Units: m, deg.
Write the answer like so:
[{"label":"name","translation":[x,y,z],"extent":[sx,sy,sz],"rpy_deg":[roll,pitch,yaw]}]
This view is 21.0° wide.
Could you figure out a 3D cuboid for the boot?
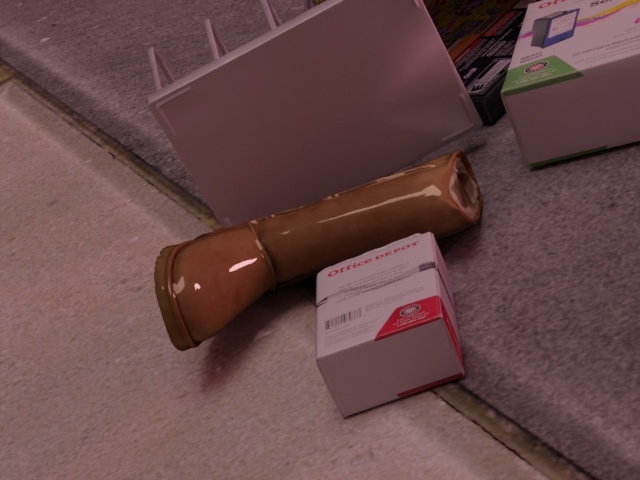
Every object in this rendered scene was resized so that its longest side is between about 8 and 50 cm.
[{"label":"boot","translation":[0.000,0.000,1.558],"extent":[0.269,0.089,0.236],"rpy_deg":[-17,15,15]}]

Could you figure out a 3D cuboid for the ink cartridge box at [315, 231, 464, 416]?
[{"label":"ink cartridge box","translation":[0.056,0.067,1.431],"extent":[0.109,0.063,0.150],"rpy_deg":[-20,25,10]}]

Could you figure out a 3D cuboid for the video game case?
[{"label":"video game case","translation":[0.166,-0.211,1.924],"extent":[0.248,0.035,0.275],"rpy_deg":[3,37,45]}]

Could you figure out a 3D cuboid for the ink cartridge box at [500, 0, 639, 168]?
[{"label":"ink cartridge box","translation":[0.272,-0.173,1.680],"extent":[0.154,0.093,0.212],"rpy_deg":[-14,25,23]}]

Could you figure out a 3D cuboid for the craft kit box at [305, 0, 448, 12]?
[{"label":"craft kit box","translation":[0.096,-0.327,1.919],"extent":[0.250,0.246,0.061],"rpy_deg":[-33,66,-14]}]

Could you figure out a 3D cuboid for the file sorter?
[{"label":"file sorter","translation":[-0.016,-0.160,1.752],"extent":[0.277,0.193,0.173],"rpy_deg":[-28,30,4]}]
